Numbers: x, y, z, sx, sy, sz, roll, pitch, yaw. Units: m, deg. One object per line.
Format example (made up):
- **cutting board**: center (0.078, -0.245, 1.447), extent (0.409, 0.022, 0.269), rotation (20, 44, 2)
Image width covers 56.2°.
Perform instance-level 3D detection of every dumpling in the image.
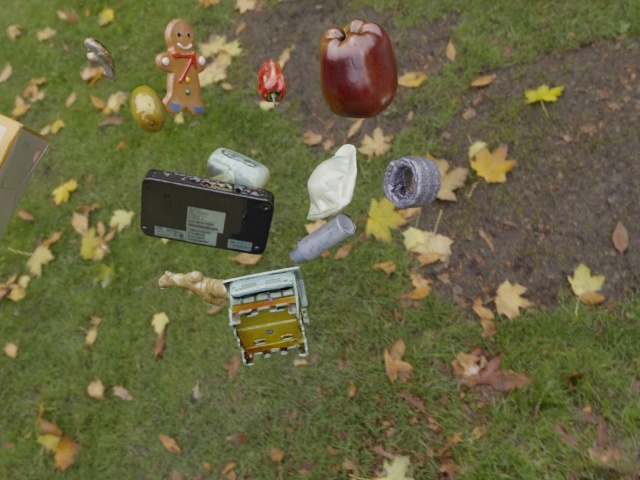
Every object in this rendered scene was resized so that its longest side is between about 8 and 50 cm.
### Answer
- **dumpling**: center (0.049, -0.162, 1.715), extent (0.252, 0.131, 0.179), rotation (-61, 24, -9)

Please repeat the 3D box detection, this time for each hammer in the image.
- **hammer**: center (-0.298, -0.169, 1.759), extent (0.202, 0.113, 0.305), rotation (23, 34, 20)

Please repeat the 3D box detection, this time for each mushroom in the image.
- **mushroom**: center (-0.454, -0.374, 1.235), extent (0.049, 0.101, 0.019), rotation (-3, 58, 12)

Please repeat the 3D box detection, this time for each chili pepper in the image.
- **chili pepper**: center (-0.149, -0.468, 1.842), extent (0.084, 0.086, 0.192), rotation (-5, 54, -9)

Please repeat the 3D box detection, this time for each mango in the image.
- **mango**: center (-0.477, -0.364, 1.647), extent (0.092, 0.130, 0.195), rotation (-29, 44, -9)

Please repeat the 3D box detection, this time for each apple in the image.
- **apple**: center (0.128, -0.580, 2.055), extent (0.288, 0.317, 0.288), rotation (-10, 37, 8)

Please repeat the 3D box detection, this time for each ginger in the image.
- **ginger**: center (-0.393, 0.154, 1.974), extent (0.333, 0.148, 0.081), rotation (13, 67, 21)

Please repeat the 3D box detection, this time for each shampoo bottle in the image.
- **shampoo bottle**: center (0.000, 0.000, 1.623), extent (0.214, 0.072, 0.072), rotation (-33, 47, 38)

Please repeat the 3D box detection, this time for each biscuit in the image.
- **biscuit**: center (-0.476, -0.596, 2.071), extent (0.049, 0.205, 0.324), rotation (9, 103, 37)

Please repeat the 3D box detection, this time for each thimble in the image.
- **thimble**: center (0.253, -0.161, 1.657), extent (0.150, 0.097, 0.150), rotation (14, 108, 50)

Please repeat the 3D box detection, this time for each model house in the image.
- **model house**: center (-0.147, 0.195, 1.642), extent (0.224, 0.198, 0.215), rotation (-11, 39, 0)

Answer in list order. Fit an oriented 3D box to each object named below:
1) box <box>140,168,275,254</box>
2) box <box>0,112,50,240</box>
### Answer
- **box**: center (-0.308, -0.074, 1.629), extent (0.350, 0.211, 0.058), rotation (10, 44, -7)
- **box**: center (-0.705, -0.144, 1.168), extent (0.259, 0.214, 0.283), rotation (-64, 14, -3)
